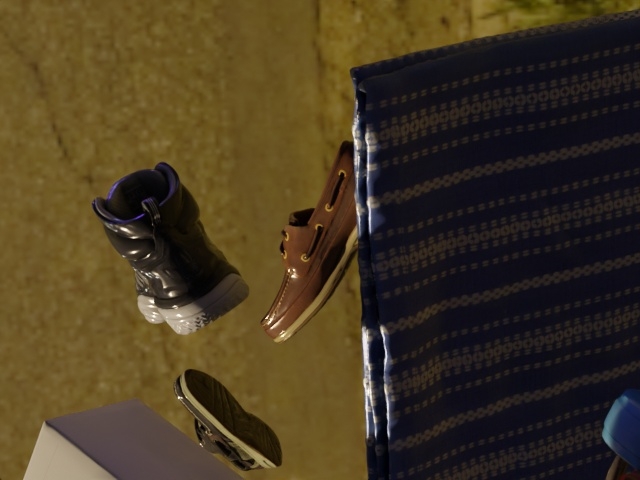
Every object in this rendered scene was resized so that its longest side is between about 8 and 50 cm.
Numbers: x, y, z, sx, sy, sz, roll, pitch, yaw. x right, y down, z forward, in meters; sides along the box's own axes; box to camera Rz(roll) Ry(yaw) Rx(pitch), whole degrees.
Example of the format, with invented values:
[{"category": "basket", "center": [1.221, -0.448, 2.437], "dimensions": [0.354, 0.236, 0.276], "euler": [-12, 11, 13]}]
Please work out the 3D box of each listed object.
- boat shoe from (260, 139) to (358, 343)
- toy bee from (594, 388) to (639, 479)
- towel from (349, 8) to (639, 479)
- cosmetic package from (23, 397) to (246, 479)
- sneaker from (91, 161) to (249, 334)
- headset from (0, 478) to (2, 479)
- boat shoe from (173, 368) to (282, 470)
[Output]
[{"category": "boat shoe", "center": [0.000, 0.000, 1.076], "dimensions": [0.060, 0.064, 0.178], "euler": [33, 116, -1]}, {"category": "toy bee", "center": [0.162, 0.117, 0.499], "dimensions": [0.162, 0.298, 0.195], "euler": [27, 120, 18]}, {"category": "towel", "center": [0.136, 0.045, 0.806], "dimensions": [0.040, 0.243, 0.336], "euler": [-139, 41, -59]}, {"category": "cosmetic package", "center": [-0.139, 0.342, 1.462], "dimensions": [0.366, 0.155, 0.197], "euler": [30, 109, 27]}, {"category": "sneaker", "center": [-0.156, 0.000, 1.423], "dimensions": [0.153, 0.101, 0.268], "euler": [61, 168, -12]}, {"category": "headset", "center": [-0.357, 0.112, 0.743], "dimensions": [0.243, 0.394, 0.185], "euler": [-82, 0, -79]}, {"category": "boat shoe", "center": [-0.092, 0.174, 1.329], "dimensions": [0.049, 0.152, 0.056], "euler": [-29, 39, 17]}]
